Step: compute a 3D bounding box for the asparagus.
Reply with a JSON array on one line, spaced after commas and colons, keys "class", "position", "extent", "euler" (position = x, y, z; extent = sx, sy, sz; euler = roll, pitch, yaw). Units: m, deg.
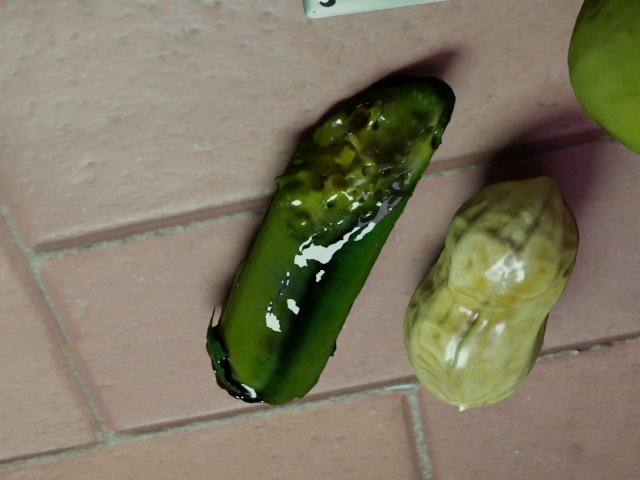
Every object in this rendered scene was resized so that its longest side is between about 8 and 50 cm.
[{"class": "asparagus", "position": [0.000, 0.000, 1.445], "extent": [0.128, 0.108, 0.382], "euler": [9, 136, -18]}]

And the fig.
[{"class": "fig", "position": [0.312, -0.151, 1.228], "extent": [0.239, 0.239, 0.271], "euler": [27, 153, -35]}]

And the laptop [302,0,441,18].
[{"class": "laptop", "position": [0.066, -0.274, 1.192], "extent": [0.187, 0.015, 0.269], "euler": [-8, 141, 0]}]

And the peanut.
[{"class": "peanut", "position": [0.160, 0.048, 1.499], "extent": [0.147, 0.147, 0.306], "euler": [5, 138, -16]}]
